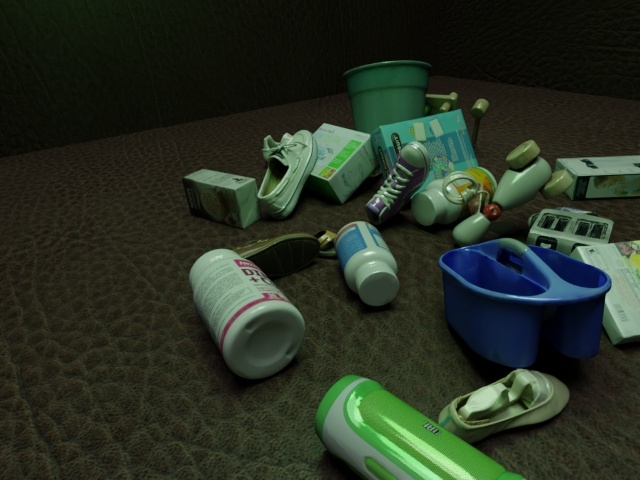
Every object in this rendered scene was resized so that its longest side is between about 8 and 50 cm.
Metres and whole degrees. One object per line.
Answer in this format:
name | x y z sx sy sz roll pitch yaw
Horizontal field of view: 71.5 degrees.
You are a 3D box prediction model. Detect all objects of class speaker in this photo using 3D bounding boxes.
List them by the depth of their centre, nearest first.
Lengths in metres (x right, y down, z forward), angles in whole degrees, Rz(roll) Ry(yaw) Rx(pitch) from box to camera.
speaker | 0.132 0.300 0.593 0.131 0.131 0.296 -28 36 -37

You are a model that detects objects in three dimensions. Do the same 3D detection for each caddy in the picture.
caddy | 0.364 0.086 0.833 0.241 0.179 0.341 -7 13 -4

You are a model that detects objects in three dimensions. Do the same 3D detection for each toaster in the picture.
toaster | 0.602 0.010 1.075 0.168 0.110 0.185 17 35 32

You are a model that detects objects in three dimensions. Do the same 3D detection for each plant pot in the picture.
plant pot | 0.264 -0.484 1.736 0.341 0.334 0.341 -3 7 0

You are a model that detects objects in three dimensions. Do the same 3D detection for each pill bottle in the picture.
pill bottle | -0.163 0.132 0.903 0.160 0.160 0.283 -19 32 -25
pill bottle | 0.109 0.054 1.049 0.124 0.124 0.221 -7 28 -5
pill bottle | 0.395 -0.127 1.327 0.245 0.136 0.136 -20 32 -26

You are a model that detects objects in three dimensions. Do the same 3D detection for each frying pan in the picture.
frying pan | 0.181 -0.276 1.723 0.326 0.053 0.197 -22 33 -33

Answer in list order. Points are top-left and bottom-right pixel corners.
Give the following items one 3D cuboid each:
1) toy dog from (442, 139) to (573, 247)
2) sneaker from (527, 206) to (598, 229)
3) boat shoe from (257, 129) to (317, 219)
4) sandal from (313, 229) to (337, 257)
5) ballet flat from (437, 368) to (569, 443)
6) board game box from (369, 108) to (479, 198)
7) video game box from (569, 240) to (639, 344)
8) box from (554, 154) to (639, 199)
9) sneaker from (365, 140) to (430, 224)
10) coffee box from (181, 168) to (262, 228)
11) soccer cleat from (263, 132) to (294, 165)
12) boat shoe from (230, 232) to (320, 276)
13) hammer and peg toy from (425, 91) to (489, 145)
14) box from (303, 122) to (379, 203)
toy dog | 0.492 -0.124 1.210 0.333 0.220 0.161 -22 3 7
sneaker | 0.652 -0.049 1.221 0.211 0.080 0.081 0 18 -19
boat shoe | -0.125 -0.259 1.468 0.136 0.156 0.367 -1 56 35
sandal | 0.000 0.000 1.229 0.219 0.060 0.090 5 30 17
ballet flat | 0.300 0.251 0.704 0.248 0.086 0.086 -15 30 -19
board game box | 0.360 -0.283 1.500 0.336 0.254 0.079 -17 -1 -22
video game box | 0.636 0.096 0.890 0.187 0.048 0.205 -7 56 -1
box | 0.942 -0.207 1.450 0.290 0.087 0.169 -2 29 4
sneaker | 0.212 -0.145 1.273 0.102 0.282 0.161 40 56 20
coffee box | -0.322 -0.140 1.451 0.246 0.141 0.098 14 35 32
soccer cleat | -0.089 -0.367 1.831 0.331 0.143 0.116 5 30 16
boat shoe | -0.153 0.038 1.128 0.307 0.111 0.104 -18 32 -23
hammer and peg toy | 0.520 -0.498 1.897 0.361 0.266 0.127 17 57 33
box | 0.047 -0.278 1.582 0.231 0.127 0.262 -48 43 -12
